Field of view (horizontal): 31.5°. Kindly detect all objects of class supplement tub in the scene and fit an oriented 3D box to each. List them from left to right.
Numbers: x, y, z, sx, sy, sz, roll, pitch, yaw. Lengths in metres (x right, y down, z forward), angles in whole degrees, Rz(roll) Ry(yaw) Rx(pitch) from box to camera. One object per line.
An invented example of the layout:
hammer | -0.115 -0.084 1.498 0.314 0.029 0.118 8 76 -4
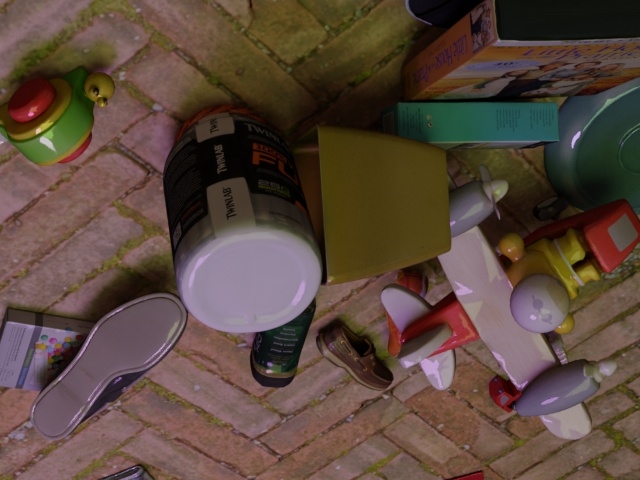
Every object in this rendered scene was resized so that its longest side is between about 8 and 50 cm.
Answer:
supplement tub | -0.115 -0.040 1.564 0.193 0.316 0.194 -7 131 -8

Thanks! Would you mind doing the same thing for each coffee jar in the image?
coffee jar | -0.065 0.154 1.881 0.079 0.096 0.184 6 127 -14

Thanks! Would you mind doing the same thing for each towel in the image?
towel | -0.354 0.489 2.140 0.113 0.023 0.152 -21 131 6

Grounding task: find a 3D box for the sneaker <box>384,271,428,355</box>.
sneaker | 0.135 0.121 1.935 0.067 0.064 0.175 13 122 2

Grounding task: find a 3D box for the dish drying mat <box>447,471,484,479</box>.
dish drying mat | 0.289 0.486 2.297 0.083 0.008 0.032 -15 131 -2

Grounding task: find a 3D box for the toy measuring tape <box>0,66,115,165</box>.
toy measuring tape | -0.420 -0.131 1.552 0.330 0.121 0.121 -28 130 11

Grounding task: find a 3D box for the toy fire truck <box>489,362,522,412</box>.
toy fire truck | 0.371 0.227 2.074 0.192 0.047 0.135 -40 126 21

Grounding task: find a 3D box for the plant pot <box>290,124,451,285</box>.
plant pot | 0.072 -0.048 1.597 0.187 0.212 0.212 -3 89 -12

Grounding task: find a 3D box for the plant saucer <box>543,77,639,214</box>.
plant saucer | 0.512 -0.155 1.795 0.317 0.044 0.318 -7 130 -8

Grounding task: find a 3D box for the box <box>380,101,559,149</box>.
box | 0.218 -0.168 1.669 0.244 0.100 0.060 -2 89 -12

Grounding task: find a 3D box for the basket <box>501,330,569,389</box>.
basket | 0.344 0.158 1.936 0.113 0.167 0.103 -24 135 7

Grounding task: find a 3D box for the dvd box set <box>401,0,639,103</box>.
dvd box set | 0.302 -0.244 1.469 0.307 0.420 0.062 -4 88 -11

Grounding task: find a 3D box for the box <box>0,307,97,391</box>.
box | -0.437 0.188 1.861 0.186 0.038 0.145 11 125 -23

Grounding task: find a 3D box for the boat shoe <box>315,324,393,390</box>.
boat shoe | 0.071 0.204 1.975 0.060 0.064 0.178 -39 124 21

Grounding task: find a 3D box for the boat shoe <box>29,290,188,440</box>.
boat shoe | -0.333 0.189 1.818 0.335 0.095 0.112 -42 90 15

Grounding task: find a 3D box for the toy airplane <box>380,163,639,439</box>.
toy airplane | 0.281 0.088 1.726 0.386 0.272 0.384 14 95 -8

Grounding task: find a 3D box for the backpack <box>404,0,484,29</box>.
backpack | 0.229 -0.362 1.445 0.225 0.191 0.253 10 160 -20
